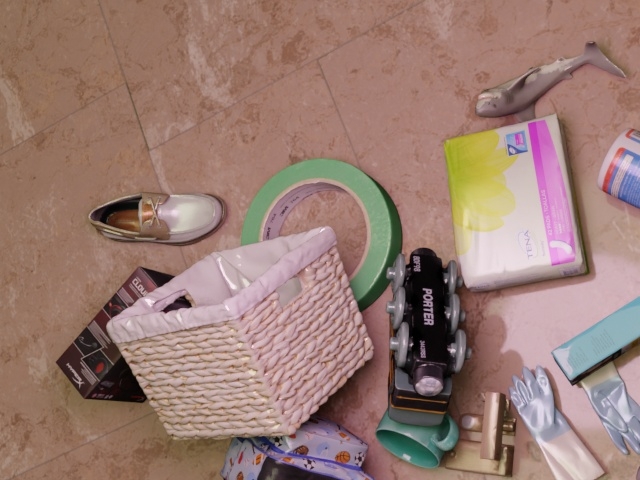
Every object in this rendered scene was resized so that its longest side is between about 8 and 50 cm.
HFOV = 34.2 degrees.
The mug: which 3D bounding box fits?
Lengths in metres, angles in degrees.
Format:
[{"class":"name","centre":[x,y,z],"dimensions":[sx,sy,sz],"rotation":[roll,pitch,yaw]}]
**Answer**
[{"class":"mug","centre":[0.189,0.342,1.891],"dimensions":[0.157,0.129,0.097],"rotation":[17,59,26]}]

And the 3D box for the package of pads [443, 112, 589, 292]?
[{"class":"package of pads","centre":[0.352,-0.064,1.919],"dimensions":[0.229,0.101,0.297],"rotation":[-12,75,20]}]

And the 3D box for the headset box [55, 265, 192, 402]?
[{"class":"headset box","centre":[-0.353,0.184,2.101],"dimensions":[0.293,0.218,0.110],"rotation":[-48,66,7]}]

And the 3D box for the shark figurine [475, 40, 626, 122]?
[{"class":"shark figurine","centre":[0.414,-0.273,1.955],"dimensions":[0.278,0.166,0.116],"rotation":[-24,97,-1]}]

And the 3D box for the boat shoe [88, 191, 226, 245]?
[{"class":"boat shoe","centre":[-0.350,-0.046,2.207],"dimensions":[0.302,0.103,0.113],"rotation":[-8,77,21]}]

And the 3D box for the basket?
[{"class":"basket","centre":[-0.137,0.172,1.878],"dimensions":[0.331,0.328,0.266],"rotation":[-11,107,38]}]

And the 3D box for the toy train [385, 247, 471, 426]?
[{"class":"toy train","centre":[0.177,0.167,1.847],"dimensions":[0.142,0.190,0.334],"rotation":[7,41,-4]}]

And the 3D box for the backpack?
[{"class":"backpack","centre":[-0.055,0.416,1.905],"dimensions":[0.263,0.276,0.213],"rotation":[1,69,60]}]

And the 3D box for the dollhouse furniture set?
[{"class":"dollhouse furniture set","centre":[0.269,0.340,1.849],"dimensions":[0.123,0.151,0.144],"rotation":[2,79,23]}]

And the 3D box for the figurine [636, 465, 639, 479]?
[{"class":"figurine","centre":[0.575,0.338,1.688],"dimensions":[0.092,0.209,0.215],"rotation":[26,91,25]}]

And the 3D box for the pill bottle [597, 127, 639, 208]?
[{"class":"pill bottle","centre":[0.607,-0.097,1.807],"dimensions":[0.221,0.124,0.124],"rotation":[31,92,25]}]

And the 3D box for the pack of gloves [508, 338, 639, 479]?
[{"class":"pack of gloves","centre":[0.459,0.302,1.846],"dimensions":[0.195,0.046,0.232],"rotation":[-27,70,1]}]

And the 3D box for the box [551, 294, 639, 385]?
[{"class":"box","centre":[0.518,0.157,1.791],"dimensions":[0.244,0.100,0.060],"rotation":[-34,70,6]}]

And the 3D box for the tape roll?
[{"class":"tape roll","centre":[0.000,0.000,2.068],"dimensions":[0.321,0.077,0.321],"rotation":[-4,79,22]}]
